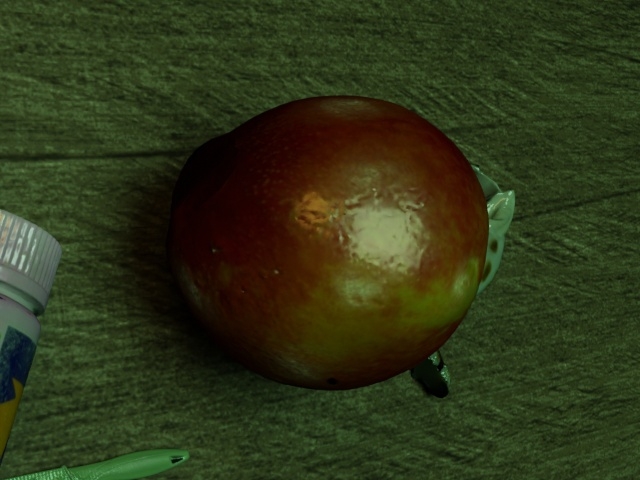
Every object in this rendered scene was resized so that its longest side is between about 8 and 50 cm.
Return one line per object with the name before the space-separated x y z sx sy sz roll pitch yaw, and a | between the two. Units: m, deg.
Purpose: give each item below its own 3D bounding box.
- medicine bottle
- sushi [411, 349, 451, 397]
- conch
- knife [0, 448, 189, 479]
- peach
medicine bottle | -0.375 0.117 1.169 0.178 0.178 0.291 29 65 -34
sushi | 0.161 0.187 1.729 0.083 0.044 0.046 61 29 -18
conch | 0.159 0.015 1.680 0.275 0.183 0.149 -23 138 -31
knife | -0.267 0.271 1.341 0.293 0.020 0.043 -2 76 -41
peach | 0.000 0.000 1.403 0.388 0.388 0.388 9 77 -40
